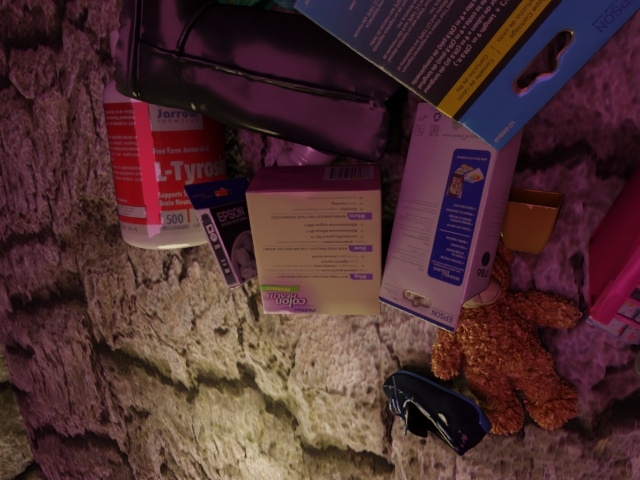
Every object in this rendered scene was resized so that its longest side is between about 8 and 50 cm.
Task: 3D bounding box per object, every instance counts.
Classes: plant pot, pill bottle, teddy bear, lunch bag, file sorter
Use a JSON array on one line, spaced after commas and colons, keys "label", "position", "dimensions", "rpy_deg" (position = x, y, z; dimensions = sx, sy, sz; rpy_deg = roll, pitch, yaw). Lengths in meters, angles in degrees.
[{"label": "plant pot", "position": [0.318, -0.028, 0.727], "dimensions": [0.081, 0.081, 0.083], "rpy_deg": [11, 116, 29]}, {"label": "pill bottle", "position": [-0.046, -0.110, 0.909], "dimensions": [0.112, 0.112, 0.187], "rpy_deg": [42, 122, 15]}, {"label": "teddy bear", "position": [0.290, 0.168, 0.780], "dimensions": [0.244, 0.113, 0.338], "rpy_deg": [-1, 104, 30]}, {"label": "lunch bag", "position": [0.447, 0.107, 0.699], "dimensions": [0.083, 0.053, 0.071], "rpy_deg": [30, 119, 12]}, {"label": "pill bottle", "position": [-0.313, -0.203, 0.979], "dimensions": [0.228, 0.229, 0.408], "rpy_deg": [7, 108, 30]}, {"label": "file sorter", "position": [0.442, -0.006, 0.529], "dimensions": [0.182, 0.290, 0.202], "rpy_deg": [29, 117, 19]}]

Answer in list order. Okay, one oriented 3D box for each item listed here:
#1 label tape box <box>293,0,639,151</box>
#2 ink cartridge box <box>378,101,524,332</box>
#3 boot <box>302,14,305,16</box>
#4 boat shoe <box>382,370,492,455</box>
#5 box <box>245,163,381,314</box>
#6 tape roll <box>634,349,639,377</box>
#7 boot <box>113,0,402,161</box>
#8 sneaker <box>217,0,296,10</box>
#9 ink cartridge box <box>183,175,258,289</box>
[{"label": "label tape box", "position": [0.170, -0.308, 0.586], "dimensions": [0.333, 0.106, 0.241], "rpy_deg": [33, 130, -7]}, {"label": "ink cartridge box", "position": [0.194, -0.042, 0.734], "dimensions": [0.165, 0.065, 0.333], "rpy_deg": [20, 101, 50]}, {"label": "boot", "position": [-0.009, -0.407, 0.819], "dimensions": [0.106, 0.082, 0.219], "rpy_deg": [-24, 92, 32]}, {"label": "boat shoe", "position": [0.175, 0.295, 0.836], "dimensions": [0.109, 0.089, 0.258], "rpy_deg": [49, 160, -8]}, {"label": "box", "position": [0.000, 0.000, 0.834], "dimensions": [0.213, 0.117, 0.243], "rpy_deg": [-1, 119, 7]}, {"label": "tape roll", "position": [0.509, 0.146, 0.569], "dimensions": [0.219, 0.219, 0.072], "rpy_deg": [-32, 86, 34]}, {"label": "boot", "position": [-0.073, -0.341, 0.733], "dimensions": [0.444, 0.146, 0.367], "rpy_deg": [17, 115, 7]}, {"label": "sneaker", "position": [-0.158, -0.458, 0.890], "dimensions": [0.275, 0.107, 0.110], "rpy_deg": [5, 116, 31]}, {"label": "ink cartridge box", "position": [-0.152, -0.031, 0.943], "dimensions": [0.045, 0.206, 0.208], "rpy_deg": [-22, 92, 28]}]
